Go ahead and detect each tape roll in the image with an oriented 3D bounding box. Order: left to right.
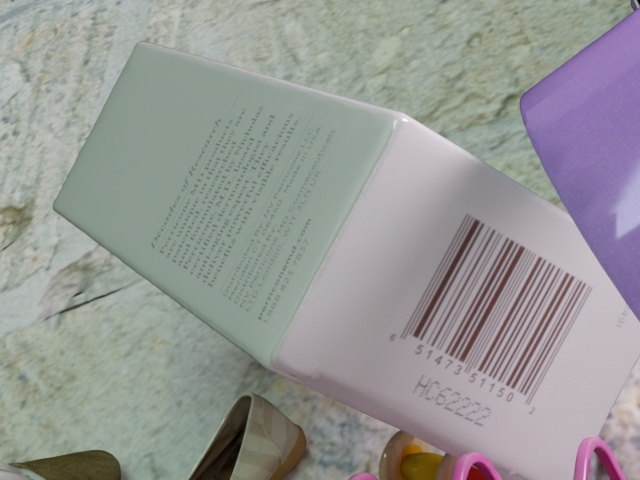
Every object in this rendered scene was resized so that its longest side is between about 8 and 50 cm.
[{"bbox_3d":[0.222,0.007,0.807,0.090,0.275,0.275,-38,32,17],"label":"tape roll"}]

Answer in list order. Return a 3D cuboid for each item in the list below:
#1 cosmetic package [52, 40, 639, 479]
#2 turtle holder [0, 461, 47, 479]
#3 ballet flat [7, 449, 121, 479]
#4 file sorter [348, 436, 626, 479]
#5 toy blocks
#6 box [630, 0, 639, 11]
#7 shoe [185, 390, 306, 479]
[{"bbox_3d":[0.000,0.000,1.050,0.161,0.230,0.453,-62,27,-1],"label":"cosmetic package"},{"bbox_3d":[-0.286,0.241,1.021,0.320,0.243,0.227,35,39,26],"label":"turtle holder"},{"bbox_3d":[-0.307,0.258,1.164,0.342,0.124,0.116,-41,29,-12],"label":"ballet flat"},{"bbox_3d":[0.102,0.228,0.802,0.291,0.202,0.182,-13,34,26],"label":"file sorter"},{"bbox_3d":[0.090,0.187,0.989,0.148,0.054,0.123,7,50,44],"label":"toy blocks"},{"bbox_3d":[0.456,-0.360,1.155,0.480,0.297,0.472,-18,35,20],"label":"box"},{"bbox_3d":[-0.091,0.205,1.111,0.076,0.058,0.219,4,49,43],"label":"shoe"}]
